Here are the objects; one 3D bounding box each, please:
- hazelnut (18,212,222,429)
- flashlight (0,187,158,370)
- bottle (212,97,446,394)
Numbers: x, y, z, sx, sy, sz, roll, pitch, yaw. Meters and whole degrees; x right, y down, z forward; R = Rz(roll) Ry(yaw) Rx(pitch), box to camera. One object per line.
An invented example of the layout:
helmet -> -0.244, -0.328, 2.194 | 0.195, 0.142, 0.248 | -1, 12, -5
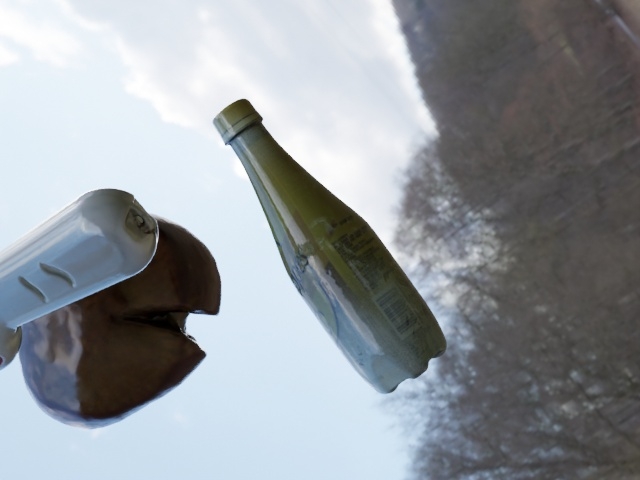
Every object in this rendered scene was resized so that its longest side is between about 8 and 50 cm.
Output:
hazelnut -> -0.229, 0.087, 1.071 | 0.217, 0.251, 0.217 | 29, 173, 4
flashlight -> -0.193, 0.029, 0.635 | 0.093, 0.200, 0.047 | 53, -158, -27
bottle -> 0.000, 0.000, 0.796 | 0.270, 0.083, 0.083 | 54, -159, 2
